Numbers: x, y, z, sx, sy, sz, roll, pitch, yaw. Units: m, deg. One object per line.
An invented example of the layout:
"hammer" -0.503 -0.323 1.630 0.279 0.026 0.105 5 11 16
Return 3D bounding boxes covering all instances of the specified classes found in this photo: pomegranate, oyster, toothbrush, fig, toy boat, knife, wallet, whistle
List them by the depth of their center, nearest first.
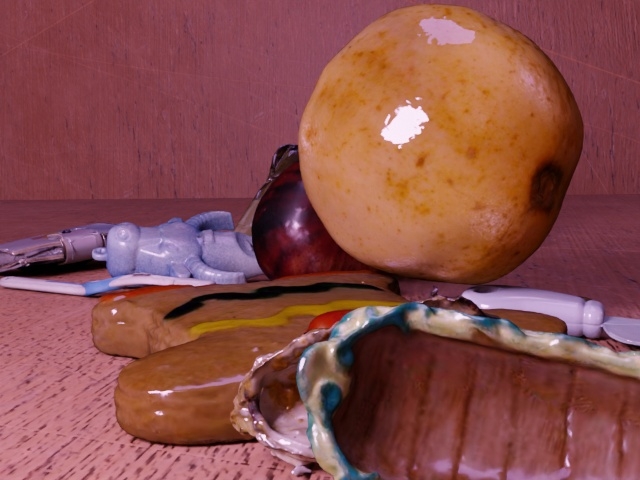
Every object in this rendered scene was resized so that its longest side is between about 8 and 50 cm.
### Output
"toy boat" 0.134 0.098 0.426 0.293 0.108 0.099 6 -23 17
"oyster" 0.031 0.090 0.527 0.177 0.105 0.056 -22 18 7
"knife" 0.291 0.083 0.828 0.331 0.044 0.080 6 13 26
"pomegranate" 0.125 -0.093 0.912 0.307 0.307 0.307 -1 6 0
"toothbrush" -0.286 0.056 1.136 0.386 0.040 0.040 3 7 32
"fig" -0.004 -0.015 1.138 0.204 0.186 0.249 -24 7 -21
"whistle" -0.177 0.019 1.210 0.269 0.093 0.180 -2 31 -13
"wallet" -0.414 0.017 1.397 0.170 0.069 0.231 -1 11 45

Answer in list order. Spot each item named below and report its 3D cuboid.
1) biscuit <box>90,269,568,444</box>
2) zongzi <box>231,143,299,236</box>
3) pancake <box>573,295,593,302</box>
"biscuit" -0.003 0.074 0.766 0.368 0.076 0.394 -4 7 -18
"zongzi" 0.004 -0.023 1.599 0.289 0.154 0.317 16 44 19
"pancake" 0.252 0.075 0.950 0.108 0.017 0.108 -3 10 1
